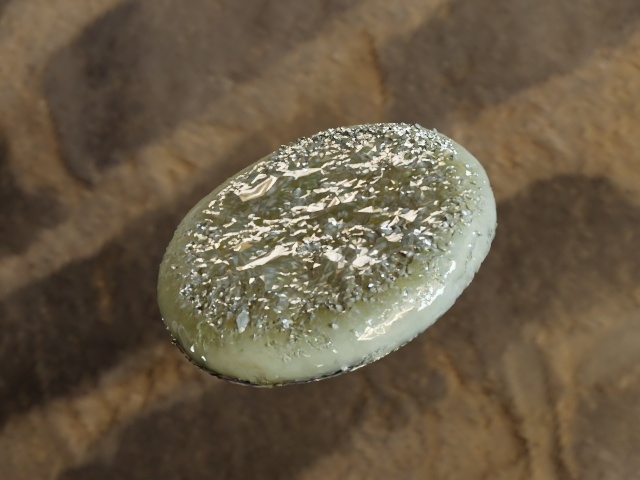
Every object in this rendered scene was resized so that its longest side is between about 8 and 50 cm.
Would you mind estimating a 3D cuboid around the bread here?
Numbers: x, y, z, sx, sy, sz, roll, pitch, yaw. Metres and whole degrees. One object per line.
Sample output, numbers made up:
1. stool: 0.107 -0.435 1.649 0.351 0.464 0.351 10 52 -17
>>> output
1. bread: 0.000 0.000 1.364 0.267 0.040 0.267 -15 -143 12
